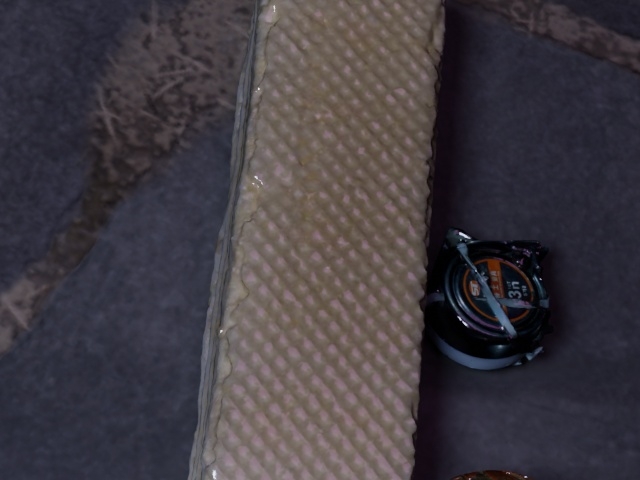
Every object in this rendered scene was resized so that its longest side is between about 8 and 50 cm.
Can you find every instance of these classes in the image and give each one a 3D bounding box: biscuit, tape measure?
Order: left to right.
[{"bbox_3d":[0.000,0.000,1.152,0.144,0.078,0.426,12,59,-9],"label":"biscuit"},{"bbox_3d":[0.110,0.038,1.177,0.091,0.054,0.094,11,54,-8],"label":"tape measure"}]

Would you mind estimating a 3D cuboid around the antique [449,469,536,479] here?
[{"bbox_3d":[0.106,0.187,1.069,0.104,0.104,0.104,7,61,-13],"label":"antique"}]
